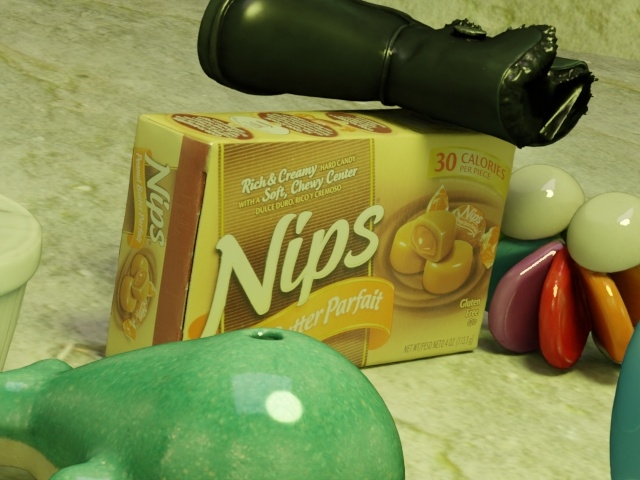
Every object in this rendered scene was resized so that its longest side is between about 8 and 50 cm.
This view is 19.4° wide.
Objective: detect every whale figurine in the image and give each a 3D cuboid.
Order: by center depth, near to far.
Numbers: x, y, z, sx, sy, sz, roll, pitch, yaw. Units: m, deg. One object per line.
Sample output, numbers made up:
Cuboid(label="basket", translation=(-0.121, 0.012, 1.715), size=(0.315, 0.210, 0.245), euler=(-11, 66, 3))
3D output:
Cuboid(label="whale figurine", translation=(-0.081, 0.104, 1.041), size=(0.272, 0.141, 0.216), euler=(18, 17, 30))

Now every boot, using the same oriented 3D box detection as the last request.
Cuboid(label="boot", translation=(0.061, -0.132, 1.373), size=(0.207, 0.094, 0.246), euler=(18, 10, 40))

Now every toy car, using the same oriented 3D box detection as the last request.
Cuboid(label="toy car", translation=(0.196, 0.039, 1.504), size=(0.136, 0.159, 0.182), euler=(-42, 42, -23))

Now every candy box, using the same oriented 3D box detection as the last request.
Cuboid(label="candy box", translation=(0.000, 0.000, 1.391), size=(0.316, 0.183, 0.087), euler=(-4, 20, -43))

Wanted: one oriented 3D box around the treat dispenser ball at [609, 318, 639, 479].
Cuboid(label="treat dispenser ball", translation=(0.295, 0.109, 0.976), size=(0.288, 0.288, 0.288), euler=(9, 15, -2))

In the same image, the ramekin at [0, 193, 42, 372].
Cuboid(label="ramekin", translation=(-0.313, 0.037, 1.167), size=(0.272, 0.127, 0.273), euler=(9, 16, -2))
